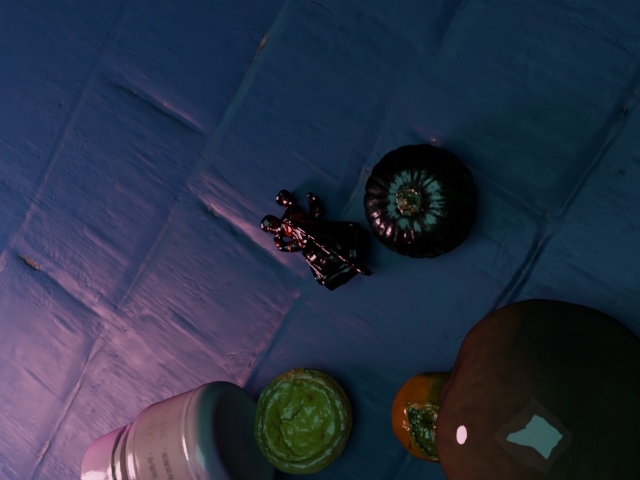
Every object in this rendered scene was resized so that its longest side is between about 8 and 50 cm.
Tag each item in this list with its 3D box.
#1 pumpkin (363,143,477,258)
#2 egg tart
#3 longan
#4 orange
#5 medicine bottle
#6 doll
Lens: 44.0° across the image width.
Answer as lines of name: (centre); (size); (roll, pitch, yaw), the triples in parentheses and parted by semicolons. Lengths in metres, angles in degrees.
pumpkin: (0.167, -0.067, 1.348); (0.202, 0.140, 0.202); (-2, 86, 26)
egg tart: (-0.028, 0.326, 1.442); (0.191, 0.074, 0.191); (-2, 79, 12)
longan: (0.329, 0.257, 1.153); (0.361, 0.361, 0.361); (-1, 88, 23)
orange: (0.191, 0.296, 1.330); (0.154, 0.134, 0.155); (-2, 86, 31)
medicine bottle: (-0.261, 0.411, 1.461); (0.302, 0.241, 0.241); (-24, 79, 21)
doll: (0.002, -0.001, 1.453); (0.248, 0.088, 0.127); (30, 121, 31)
